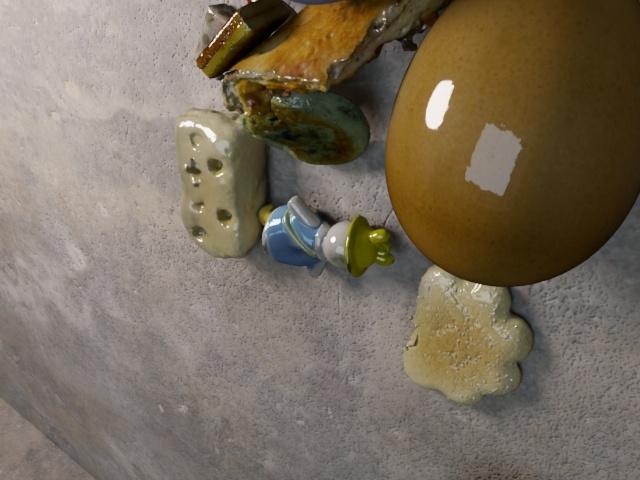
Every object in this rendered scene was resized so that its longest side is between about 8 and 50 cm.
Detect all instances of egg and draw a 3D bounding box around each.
[{"bbox_3d":[0.193,-0.108,0.545,0.250,0.250,0.323,21,122,25],"label":"egg"}]

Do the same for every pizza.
[{"bbox_3d":[0.044,-0.238,0.592,0.365,0.182,0.074,-34,129,9],"label":"pizza"}]

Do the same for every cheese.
[{"bbox_3d":[-0.171,-0.090,0.928,0.159,0.093,0.263,20,127,27],"label":"cheese"}]

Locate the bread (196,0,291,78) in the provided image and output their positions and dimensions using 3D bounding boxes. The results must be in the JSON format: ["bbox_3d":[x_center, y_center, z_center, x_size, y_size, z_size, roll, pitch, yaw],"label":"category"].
[{"bbox_3d":[-0.090,-0.237,0.634,0.094,0.090,0.035,-29,106,42],"label":"bread"}]

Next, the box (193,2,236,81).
[{"bbox_3d":[-0.148,-0.297,0.820,0.062,0.045,0.098,40,133,11],"label":"box"}]

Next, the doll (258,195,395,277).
[{"bbox_3d":[0.001,0.000,0.854,0.240,0.098,0.135,9,98,31],"label":"doll"}]

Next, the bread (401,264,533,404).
[{"bbox_3d":[0.219,0.156,0.826,0.181,0.039,0.251,22,127,24],"label":"bread"}]

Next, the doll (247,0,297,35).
[{"bbox_3d":[-0.062,-0.336,0.689,0.272,0.144,0.208,55,154,0],"label":"doll"}]

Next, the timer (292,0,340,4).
[{"bbox_3d":[-0.024,-0.448,0.471,0.394,0.173,0.396,0,91,16],"label":"timer"}]

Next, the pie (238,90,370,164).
[{"bbox_3d":[-0.023,-0.156,0.749,0.186,0.041,0.187,13,164,4],"label":"pie"}]
